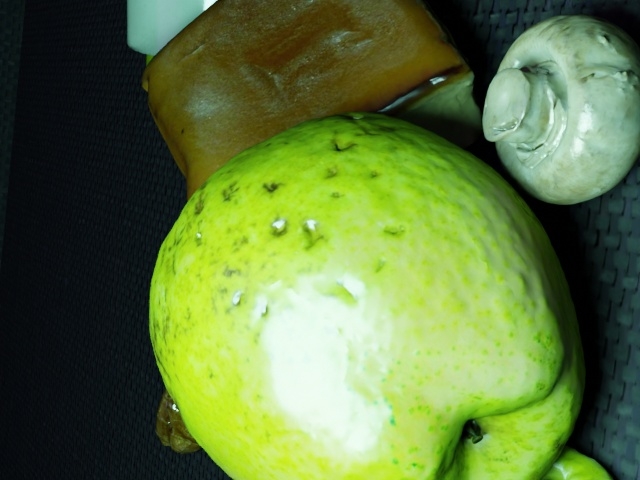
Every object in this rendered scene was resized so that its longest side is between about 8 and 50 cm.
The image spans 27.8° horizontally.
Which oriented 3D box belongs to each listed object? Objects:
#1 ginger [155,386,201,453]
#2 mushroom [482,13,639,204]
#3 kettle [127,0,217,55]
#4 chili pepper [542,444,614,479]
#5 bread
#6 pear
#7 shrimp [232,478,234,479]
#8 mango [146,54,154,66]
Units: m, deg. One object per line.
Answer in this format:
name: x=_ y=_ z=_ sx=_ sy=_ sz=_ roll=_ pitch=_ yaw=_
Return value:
ginger: x=-0.209 y=0.252 z=1.971 sx=0.103 sy=0.073 sz=0.162 roll=33 pitch=114 yaw=60
mushroom: x=0.209 y=-0.115 z=1.111 sx=0.166 sy=0.127 sz=0.166 roll=-9 pitch=79 yaw=56
kettle: x=-0.078 y=-0.422 z=1.583 sx=0.361 sy=0.250 sz=0.376 roll=10 pitch=111 yaw=29
chili pepper: x=0.208 y=0.206 z=1.170 sx=0.208 sy=0.043 sz=0.049 roll=4 pitch=115 yaw=69
bread: x=-0.018 y=-0.159 z=1.406 sx=0.324 sy=0.143 sz=0.333 roll=-34 pitch=44 yaw=6
pear: x=0.053 y=0.081 z=1.143 sx=0.391 sy=0.391 sz=0.391 roll=-17 pitch=71 yaw=63
shrimp: x=-0.110 y=0.411 z=1.780 sx=0.217 sy=0.051 sz=0.150 roll=-55 pitch=46 yaw=40
mango: x=-0.153 y=-0.306 z=1.876 sx=0.293 sy=0.143 sz=0.175 roll=-48 pitch=51 yaw=38
